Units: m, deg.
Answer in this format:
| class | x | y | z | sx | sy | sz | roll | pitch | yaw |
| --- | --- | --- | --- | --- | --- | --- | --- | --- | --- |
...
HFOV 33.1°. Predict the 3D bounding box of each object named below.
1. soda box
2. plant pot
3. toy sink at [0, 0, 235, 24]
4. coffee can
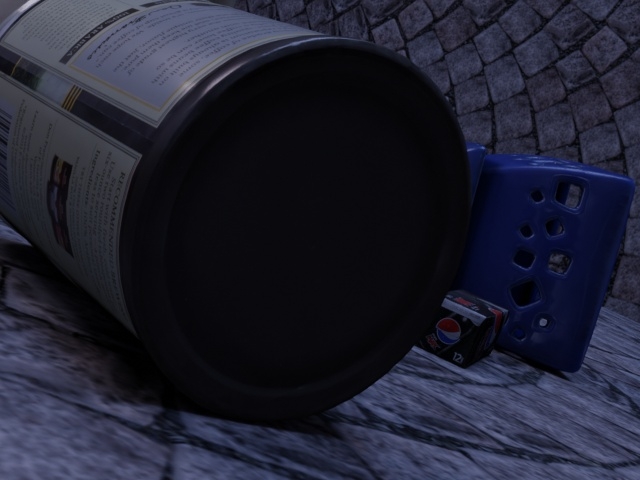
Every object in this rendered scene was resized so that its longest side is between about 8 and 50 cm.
| class | x | y | z | sx | sy | sz | roll | pitch | yaw |
| --- | --- | --- | --- | --- | --- | --- | --- | --- | --- |
| soda box | 0.143 | 0.085 | 1.073 | 0.060 | 0.053 | 0.169 | 24 | 6 | 16 |
| plant pot | 0.211 | 0.000 | 1.289 | 0.212 | 0.236 | 0.236 | 15 | 6 | -7 |
| toy sink | -0.162 | -0.212 | 0.959 | 0.234 | 0.152 | 0.131 | 23 | 7 | 30 |
| coffee can | -0.075 | -0.043 | 0.644 | 0.201 | 0.201 | 0.275 | 19 | 7 | -38 |
